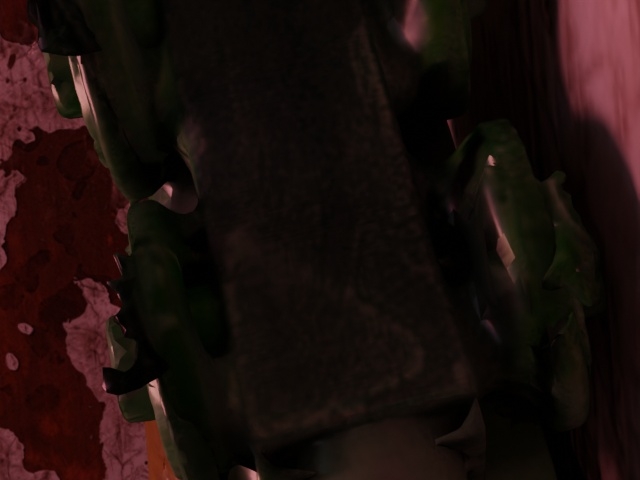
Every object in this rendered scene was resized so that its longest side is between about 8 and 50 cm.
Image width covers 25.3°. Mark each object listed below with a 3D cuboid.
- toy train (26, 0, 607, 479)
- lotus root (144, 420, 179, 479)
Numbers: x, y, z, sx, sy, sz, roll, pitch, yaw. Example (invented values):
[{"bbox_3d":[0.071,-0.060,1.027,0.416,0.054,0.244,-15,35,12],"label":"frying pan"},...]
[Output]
[{"bbox_3d":[0.000,0.000,0.440,0.188,0.132,0.243,80,176,-65],"label":"toy train"},{"bbox_3d":[-0.015,0.101,0.692,0.146,0.130,0.303,-56,-33,-62],"label":"lotus root"}]
